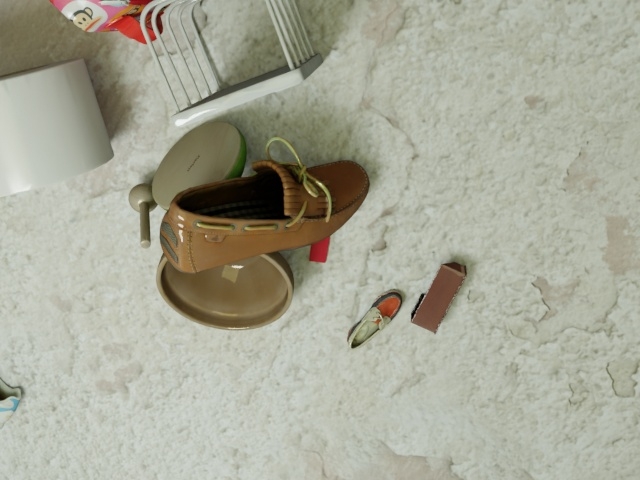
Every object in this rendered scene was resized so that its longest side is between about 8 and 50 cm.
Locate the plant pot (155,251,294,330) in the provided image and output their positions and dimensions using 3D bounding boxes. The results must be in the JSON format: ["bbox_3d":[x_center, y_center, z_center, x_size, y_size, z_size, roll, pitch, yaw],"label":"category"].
[{"bbox_3d":[-0.160,0.045,1.344,0.237,0.110,0.237,3,137,3],"label":"plant pot"}]

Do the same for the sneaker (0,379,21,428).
[{"bbox_3d":[-0.703,0.277,1.519,0.228,0.087,0.092,37,102,-16],"label":"sneaker"}]

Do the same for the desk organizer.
[{"bbox_3d":[0.212,0.098,1.385,0.050,0.047,0.130,24,110,-1],"label":"desk organizer"}]

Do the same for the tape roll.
[{"bbox_3d":[-0.476,-0.185,1.239,0.246,0.246,0.169,-10,108,9],"label":"tape roll"}]

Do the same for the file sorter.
[{"bbox_3d":[-0.127,-0.300,1.149,0.192,0.278,0.173,-19,105,11],"label":"file sorter"}]

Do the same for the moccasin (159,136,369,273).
[{"bbox_3d":[-0.074,-0.069,1.211,0.380,0.139,0.147,-13,141,-32],"label":"moccasin"}]

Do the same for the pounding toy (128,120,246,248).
[{"bbox_3d":[-0.202,-0.082,1.310,0.237,0.183,0.110,-38,133,6],"label":"pounding toy"}]

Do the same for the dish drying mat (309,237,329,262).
[{"bbox_3d":[0.000,0.000,1.388,0.032,0.008,0.083,9,110,1],"label":"dish drying mat"}]

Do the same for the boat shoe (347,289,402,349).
[{"bbox_3d":[0.100,0.148,1.415,0.049,0.043,0.137,42,107,-8],"label":"boat shoe"}]

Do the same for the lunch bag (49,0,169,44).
[{"bbox_3d":[-0.323,-0.400,1.117,0.120,0.293,0.258,-34,101,16],"label":"lunch bag"}]
